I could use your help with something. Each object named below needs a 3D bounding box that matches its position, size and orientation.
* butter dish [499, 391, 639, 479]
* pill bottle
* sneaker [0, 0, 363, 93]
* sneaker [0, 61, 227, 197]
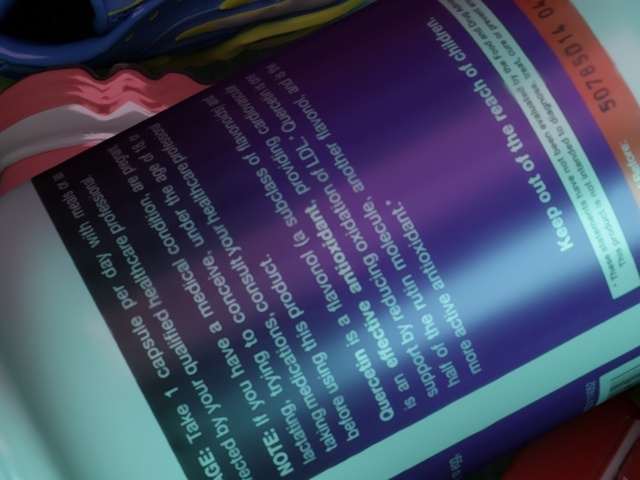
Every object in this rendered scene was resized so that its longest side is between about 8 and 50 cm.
[{"bbox_3d":[0.103,0.159,0.819,0.160,0.118,0.160,53,36,-5],"label":"butter dish"},{"bbox_3d":[-0.005,0.022,0.768,0.323,0.181,0.181,-27,66,-6],"label":"pill bottle"},{"bbox_3d":[-0.061,-0.121,0.934,0.240,0.126,0.091,-22,98,-1],"label":"sneaker"},{"bbox_3d":[0.000,0.000,0.916,0.314,0.116,0.136,0,72,0],"label":"sneaker"}]
